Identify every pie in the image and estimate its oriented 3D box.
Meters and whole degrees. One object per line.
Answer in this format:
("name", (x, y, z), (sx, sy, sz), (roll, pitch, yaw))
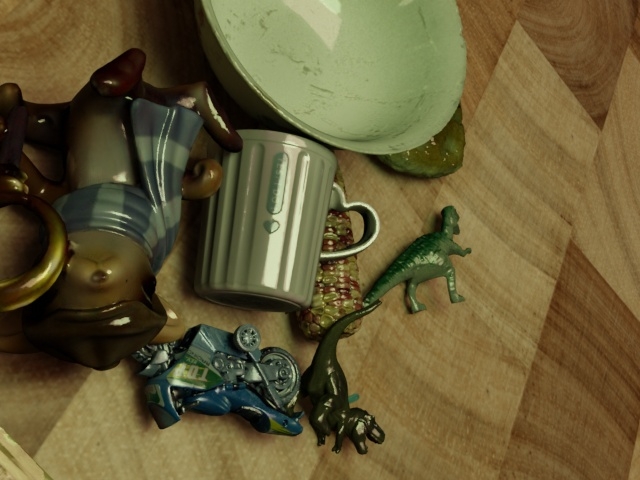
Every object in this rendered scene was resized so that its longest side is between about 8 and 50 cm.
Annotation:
("pie", (0.147, -0.254, 1.421), (0.323, 0.071, 0.323), (17, 67, -44))

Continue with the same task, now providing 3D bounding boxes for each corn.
("corn", (0.000, 0.000, 1.198), (0.098, 0.098, 0.289), (5, 70, -41))

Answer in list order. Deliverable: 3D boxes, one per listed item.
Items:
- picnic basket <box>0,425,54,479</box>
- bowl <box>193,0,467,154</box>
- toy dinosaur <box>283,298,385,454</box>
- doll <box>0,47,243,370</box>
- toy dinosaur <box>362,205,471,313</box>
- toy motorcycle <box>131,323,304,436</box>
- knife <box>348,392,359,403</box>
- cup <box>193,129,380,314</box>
("picnic basket", (-0.277, 0.310, 0.754), (0.312, 0.228, 0.175), (51, 51, -15))
("bowl", (-0.020, -0.287, 1.198), (0.435, 0.196, 0.434), (12, 67, -31))
("toy dinosaur", (0.034, 0.187, 1.156), (0.179, 0.087, 0.187), (-54, 134, -24))
("doll", (-0.233, -0.039, 0.910), (0.318, 0.209, 0.339), (11, 70, -23))
("toy dinosaur", (0.154, 0.076, 1.333), (0.129, 0.076, 0.383), (53, 44, -7))
("toy motorcycle", (-0.125, 0.170, 1.030), (0.255, 0.092, 0.135), (22, 62, -31))
("knife", (0.024, 0.234, 1.203), (0.091, 0.005, 0.014), (-16, 85, -44))
("cup", (-0.048, -0.018, 1.079), (0.167, 0.221, 0.201), (44, 51, -68))
